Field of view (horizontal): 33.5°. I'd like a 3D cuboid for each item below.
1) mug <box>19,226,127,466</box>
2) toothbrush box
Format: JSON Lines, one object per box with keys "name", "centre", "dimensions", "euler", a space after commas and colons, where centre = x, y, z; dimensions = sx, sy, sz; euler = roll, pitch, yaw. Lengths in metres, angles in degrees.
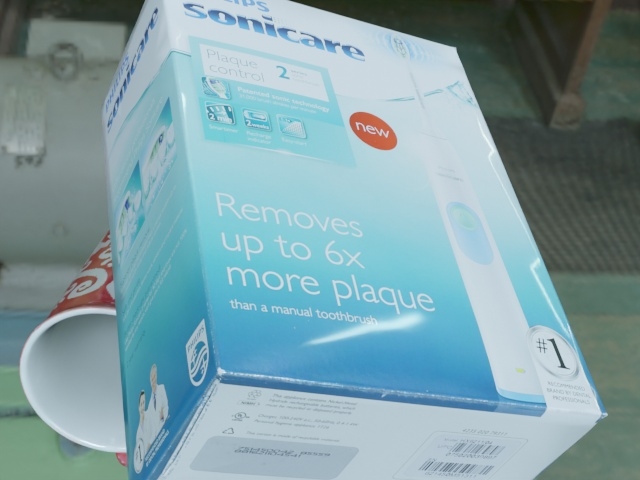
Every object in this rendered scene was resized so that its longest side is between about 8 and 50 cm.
{"name": "mug", "centre": [-0.133, 0.062, 0.744], "dimensions": [0.113, 0.150, 0.169], "euler": [25, 30, -8]}
{"name": "toothbrush box", "centre": [0.000, 0.000, 0.613], "dimensions": [0.216, 0.126, 0.295], "euler": [11, 44, -25]}
